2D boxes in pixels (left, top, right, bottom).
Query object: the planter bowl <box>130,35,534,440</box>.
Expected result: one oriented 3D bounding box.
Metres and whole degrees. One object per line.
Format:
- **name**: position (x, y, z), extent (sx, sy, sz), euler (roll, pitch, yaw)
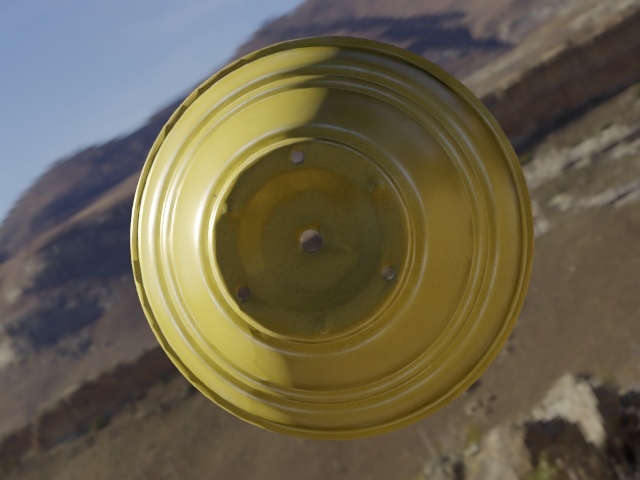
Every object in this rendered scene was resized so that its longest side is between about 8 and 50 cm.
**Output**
- **planter bowl**: position (0.000, 0.000, 0.784), extent (0.217, 0.217, 0.090), euler (-30, -2, 6)
